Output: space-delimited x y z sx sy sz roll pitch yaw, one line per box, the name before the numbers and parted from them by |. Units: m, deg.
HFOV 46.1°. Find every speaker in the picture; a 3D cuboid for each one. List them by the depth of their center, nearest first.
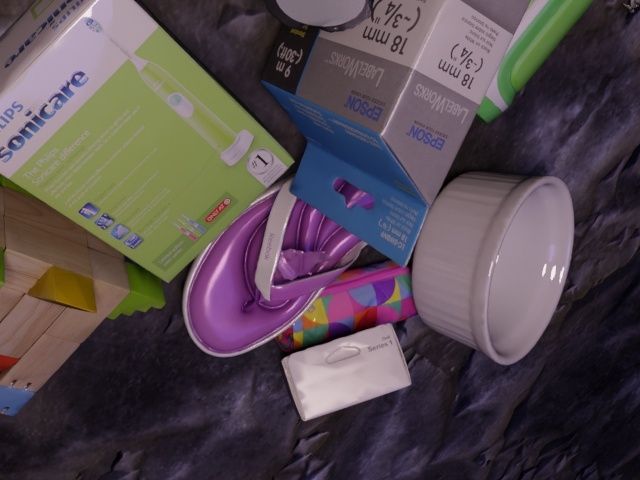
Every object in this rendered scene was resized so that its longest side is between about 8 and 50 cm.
speaker | 0.261 -0.295 0.931 0.131 0.131 0.296 28 106 -41

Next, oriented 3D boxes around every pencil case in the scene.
pencil case | 0.035 0.093 1.106 0.236 0.104 0.104 -13 129 -25

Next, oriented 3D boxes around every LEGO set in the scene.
LEGO set | 0.452 -0.361 1.065 0.054 0.023 0.083 -32 133 -6

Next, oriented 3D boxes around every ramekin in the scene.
ramekin | 0.252 0.030 1.101 0.277 0.135 0.277 -22 120 -45

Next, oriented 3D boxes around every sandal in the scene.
sandal | -0.010 -0.011 0.963 0.416 0.102 0.169 -42 104 -4

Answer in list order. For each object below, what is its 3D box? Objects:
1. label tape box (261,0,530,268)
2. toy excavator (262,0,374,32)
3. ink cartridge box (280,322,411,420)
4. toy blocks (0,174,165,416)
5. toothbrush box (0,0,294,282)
label tape box | 0.052 -0.175 0.779 0.106 0.240 0.334 16 103 -39
toy excavator | -0.142 -0.381 0.546 0.445 0.222 0.433 6 158 -5
ink cartridge box | 0.029 0.194 1.092 0.160 0.093 0.219 -18 170 -6
toy blocks | -0.401 0.059 0.791 0.261 0.191 0.381 -44 135 20
toothbrush box | -0.200 -0.118 0.793 0.206 0.122 0.283 -44 134 5
